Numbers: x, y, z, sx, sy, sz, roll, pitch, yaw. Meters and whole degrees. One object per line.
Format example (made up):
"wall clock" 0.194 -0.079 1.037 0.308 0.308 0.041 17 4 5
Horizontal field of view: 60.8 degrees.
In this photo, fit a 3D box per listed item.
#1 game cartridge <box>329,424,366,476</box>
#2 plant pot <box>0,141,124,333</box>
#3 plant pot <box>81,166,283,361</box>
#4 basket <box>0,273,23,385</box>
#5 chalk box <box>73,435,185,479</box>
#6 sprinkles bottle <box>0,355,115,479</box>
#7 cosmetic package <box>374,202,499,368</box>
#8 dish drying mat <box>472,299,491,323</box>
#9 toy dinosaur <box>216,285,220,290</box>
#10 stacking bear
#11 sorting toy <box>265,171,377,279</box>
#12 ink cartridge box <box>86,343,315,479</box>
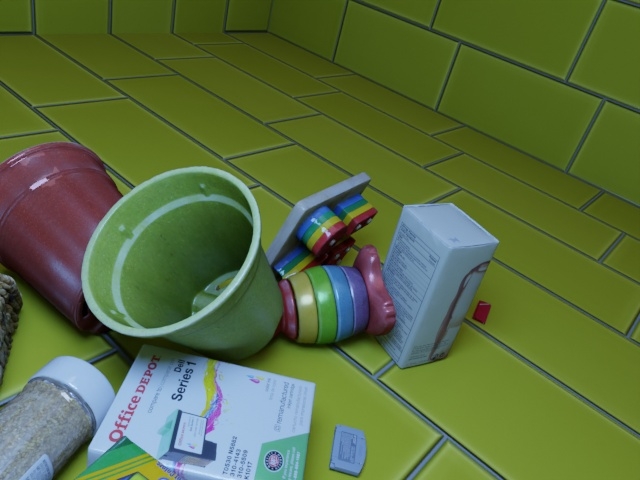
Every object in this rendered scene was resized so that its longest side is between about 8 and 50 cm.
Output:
"game cartridge" 0.046 0.341 0.885 0.056 0.017 0.083 13 32 2
"plant pot" -0.428 0.007 0.987 0.265 0.272 0.272 38 38 20
"plant pot" -0.183 0.069 0.870 0.276 0.254 0.276 -8 57 12
"basket" -0.614 0.094 0.790 0.299 0.213 0.223 4 34 -19
"chalk box" -0.240 0.385 0.537 0.179 0.180 0.289 27 34 17
"sprinkles bottle" -0.404 0.295 0.659 0.121 0.121 0.355 21 32 8
"cosmetic package" 0.210 0.089 1.081 0.129 0.296 0.153 -6 38 -29
"dish drying mat" 0.387 0.170 1.308 0.032 0.008 0.083 26 33 15
"toy dinosaur" -0.250 0.045 1.113 0.092 0.053 0.183 -3 37 -30
"stacking bear" -0.027 0.127 1.057 0.289 0.164 0.175 -7 62 -15
"sorting toy" 0.000 0.000 1.187 0.089 0.257 0.255 45 39 13
"ink cartridge box" -0.162 0.283 0.786 0.278 0.117 0.201 14 32 -2
